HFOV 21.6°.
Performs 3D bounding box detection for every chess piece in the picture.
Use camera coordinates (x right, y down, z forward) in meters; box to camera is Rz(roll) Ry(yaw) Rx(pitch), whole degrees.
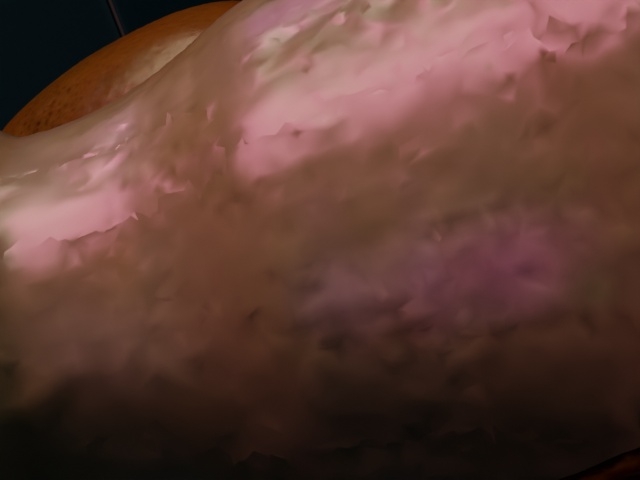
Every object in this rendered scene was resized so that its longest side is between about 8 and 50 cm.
[{"bbox_3d":[-0.037,0.018,0.459,0.442,0.234,0.234,-14,10,4],"label":"chess piece"}]

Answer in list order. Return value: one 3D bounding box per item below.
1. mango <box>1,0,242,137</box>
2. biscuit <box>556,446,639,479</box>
[{"bbox_3d":[-0.091,-0.014,0.972,0.317,0.173,0.211,-32,-37,18],"label":"mango"},{"bbox_3d":[0.094,0.082,0.296,0.252,0.106,0.070,-21,9,-5],"label":"biscuit"}]
